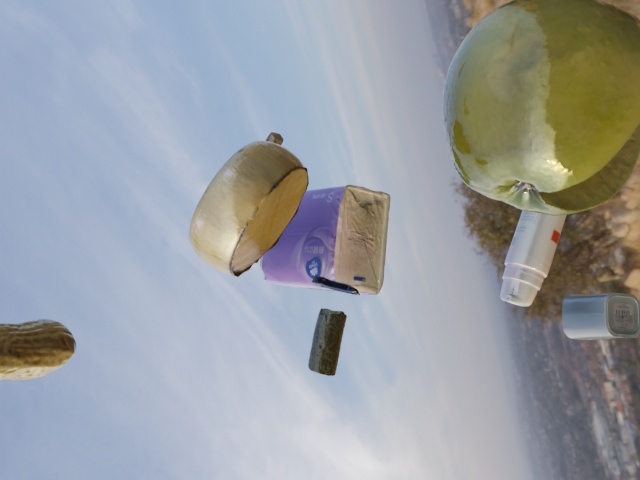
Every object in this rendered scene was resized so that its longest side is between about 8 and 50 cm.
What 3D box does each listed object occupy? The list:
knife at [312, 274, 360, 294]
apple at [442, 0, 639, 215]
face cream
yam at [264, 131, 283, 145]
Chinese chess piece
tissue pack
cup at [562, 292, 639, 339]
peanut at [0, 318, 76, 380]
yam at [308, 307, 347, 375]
[{"bbox_3d":[0.032,0.090,1.203,0.031,0.121,0.018,43,-115,-42],"label":"knife"},{"bbox_3d":[0.305,-0.174,0.818,0.292,0.291,0.254,48,-121,-65],"label":"apple"},{"bbox_3d":[0.506,-0.010,1.418,0.346,0.102,0.102,-70,-19,-7],"label":"face cream"},{"bbox_3d":[-0.185,-0.204,1.743,0.056,0.241,0.057,31,-166,-9],"label":"yam"},{"bbox_3d":[-0.128,-0.058,1.113,0.257,0.104,0.257,-54,-10,-14],"label":"Chinese chess piece"},{"bbox_3d":[0.000,0.000,1.482,0.160,0.338,0.242,11,-97,-34],"label":"tissue pack"},{"bbox_3d":[0.586,0.157,1.242,0.129,0.128,0.095,154,121,-72],"label":"cup"},{"bbox_3d":[-0.750,0.270,1.464,0.313,0.152,0.152,3,-105,-57],"label":"peanut"},{"bbox_3d":[0.009,0.140,0.832,0.043,0.043,0.094,54,-135,-61],"label":"yam"}]
